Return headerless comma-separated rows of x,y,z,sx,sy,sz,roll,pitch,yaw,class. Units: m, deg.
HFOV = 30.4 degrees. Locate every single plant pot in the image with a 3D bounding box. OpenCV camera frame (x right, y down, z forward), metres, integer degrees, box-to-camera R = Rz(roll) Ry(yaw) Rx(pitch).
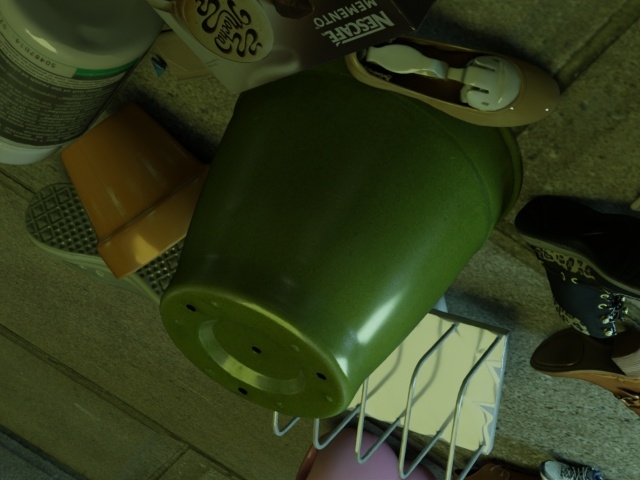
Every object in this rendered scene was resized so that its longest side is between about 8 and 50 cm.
-0.256,-0.081,1.636,0.188,0.205,0.205,54,145,-9,plant pot
0.000,0.000,1.362,0.366,0.353,0.366,21,148,14,plant pot

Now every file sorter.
0.089,0.202,1.610,0.277,0.173,0.193,15,115,23,file sorter

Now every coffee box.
-0.028,-0.275,1.212,0.297,0.119,0.168,-9,132,48,coffee box

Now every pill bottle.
-0.341,-0.235,1.457,0.204,0.204,0.361,37,148,-11,pill bottle

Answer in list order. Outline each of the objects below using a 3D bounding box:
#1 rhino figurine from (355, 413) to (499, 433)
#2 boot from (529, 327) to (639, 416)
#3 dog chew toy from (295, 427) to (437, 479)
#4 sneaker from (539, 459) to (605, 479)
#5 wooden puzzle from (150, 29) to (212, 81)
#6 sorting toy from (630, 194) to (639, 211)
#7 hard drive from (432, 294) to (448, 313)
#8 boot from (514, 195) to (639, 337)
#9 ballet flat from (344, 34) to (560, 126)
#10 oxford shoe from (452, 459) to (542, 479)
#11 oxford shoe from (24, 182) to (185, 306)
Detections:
0.153,0.243,1.760,0.243,0.106,0.073,15,105,22,rhino figurine
0.391,0.188,1.578,0.197,0.073,0.152,-7,137,49,boot
0.122,0.472,2.103,0.332,0.206,0.206,26,150,-7,dog chew toy
0.413,0.377,1.861,0.135,0.052,0.058,24,140,-4,sneaker
-0.175,-0.237,1.500,0.116,0.014,0.078,5,137,36,wooden puzzle
0.459,-0.020,1.247,0.208,0.038,0.193,32,149,-2,sorting toy
0.109,0.152,1.793,0.203,0.040,0.307,14,146,26,hard drive
0.347,0.051,1.380,0.236,0.085,0.178,27,156,42,boot
0.135,-0.169,1.228,0.232,0.080,0.073,12,-178,7,ballet flat
0.308,0.405,1.970,0.212,0.076,0.076,-13,89,37,oxford shoe
-0.244,0.026,1.812,0.449,0.169,0.130,18,165,19,oxford shoe
